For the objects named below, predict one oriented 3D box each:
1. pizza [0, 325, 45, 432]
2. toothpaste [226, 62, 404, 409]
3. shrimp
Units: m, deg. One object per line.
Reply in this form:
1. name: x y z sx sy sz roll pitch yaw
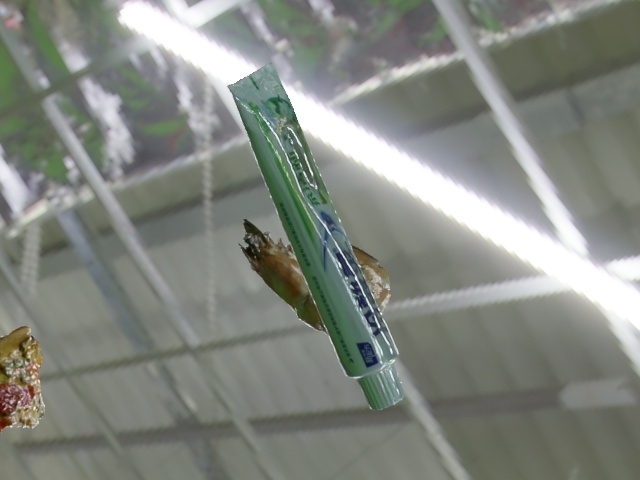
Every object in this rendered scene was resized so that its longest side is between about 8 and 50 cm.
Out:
1. pizza: -0.195 0.098 1.071 0.078 0.083 0.025 39 2 -44
2. toothpaste: 0.000 0.000 1.374 0.048 0.075 0.296 -15 -76 33
3. shrimp: -0.009 0.026 1.636 0.180 0.099 0.041 34 -24 28
